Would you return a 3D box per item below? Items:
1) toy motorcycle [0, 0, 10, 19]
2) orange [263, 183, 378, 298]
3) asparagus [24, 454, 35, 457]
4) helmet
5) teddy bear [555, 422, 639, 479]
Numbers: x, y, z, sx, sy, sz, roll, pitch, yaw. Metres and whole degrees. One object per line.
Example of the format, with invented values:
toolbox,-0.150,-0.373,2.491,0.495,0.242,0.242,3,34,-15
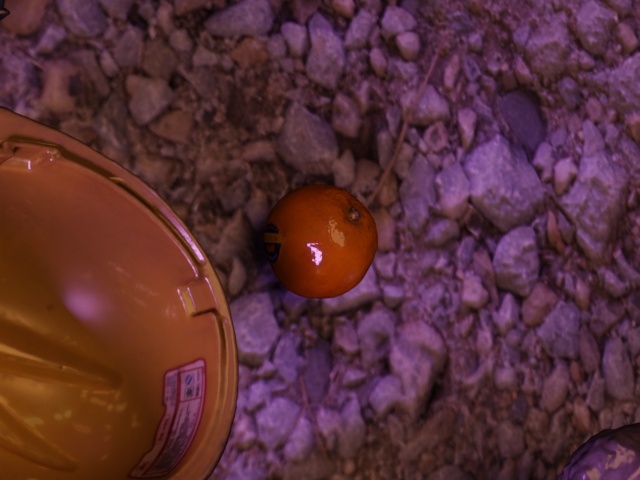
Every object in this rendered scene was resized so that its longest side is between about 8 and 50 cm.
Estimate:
toy motorcycle,-0.269,-0.152,0.698,0.188,0.143,0.327,32,73,-17
orange,0.000,0.000,0.865,0.083,0.083,0.083,12,68,-32
asparagus,-0.147,0.139,0.752,0.127,0.018,0.015,9,104,-33
helmet,-0.178,0.055,0.680,0.257,0.140,0.205,40,54,-23
teddy bear,0.190,0.249,0.829,0.236,0.151,0.267,19,87,-33
